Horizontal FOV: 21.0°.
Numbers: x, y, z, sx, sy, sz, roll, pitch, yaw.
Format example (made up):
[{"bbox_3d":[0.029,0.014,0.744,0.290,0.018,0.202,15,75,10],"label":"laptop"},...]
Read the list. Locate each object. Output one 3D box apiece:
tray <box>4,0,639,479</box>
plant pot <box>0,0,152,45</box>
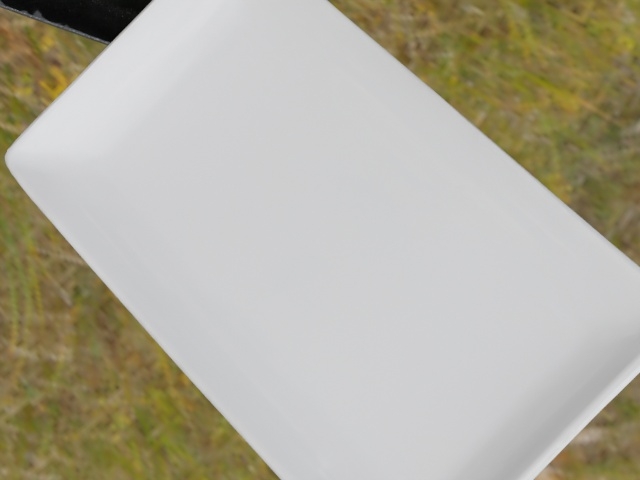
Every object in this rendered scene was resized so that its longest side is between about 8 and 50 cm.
[{"bbox_3d":[0.000,0.000,0.673,0.145,0.270,0.030,-46,150,1],"label":"tray"},{"bbox_3d":[-0.123,-0.251,1.308,0.188,0.187,0.167,18,73,-31],"label":"plant pot"}]
